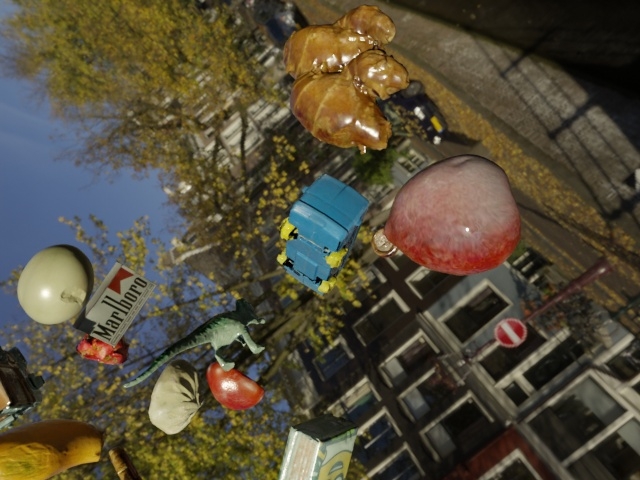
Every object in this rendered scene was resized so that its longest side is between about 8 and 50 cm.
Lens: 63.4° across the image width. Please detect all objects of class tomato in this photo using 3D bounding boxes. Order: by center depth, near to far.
[{"bbox_3d":[-0.250,0.409,1.419,0.174,0.082,0.166,39,148,-18],"label":"tomato"}]

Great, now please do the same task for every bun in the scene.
[{"bbox_3d":[-0.439,0.495,1.635,0.133,0.230,0.231,6,-178,6],"label":"bun"}]

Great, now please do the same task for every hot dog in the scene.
[{"bbox_3d":[-0.601,0.728,1.625,0.216,0.047,0.066,38,-177,36],"label":"hot dog"}]

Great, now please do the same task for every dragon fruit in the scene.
[{"bbox_3d":[-0.612,0.285,1.502,0.153,0.110,0.153,22,-179,0],"label":"dragon fruit"}]

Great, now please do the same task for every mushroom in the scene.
[{"bbox_3d":[0.247,0.005,1.949,0.052,0.123,0.123,19,-153,-51],"label":"mushroom"}]

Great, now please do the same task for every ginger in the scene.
[{"bbox_3d":[0.058,-0.349,1.137,0.152,0.274,0.357,28,-131,-59],"label":"ginger"}]

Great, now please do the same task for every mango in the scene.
[{"bbox_3d":[-0.794,0.601,1.485,0.187,0.143,0.359,27,-165,37],"label":"mango"}]

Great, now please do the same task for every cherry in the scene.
[{"bbox_3d":[0.247,-0.049,0.979,0.239,0.239,0.206,49,162,8],"label":"cherry"}]

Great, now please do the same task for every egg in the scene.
[{"bbox_3d":[-0.856,0.142,1.683,0.219,0.269,0.219,13,-177,-1],"label":"egg"}]

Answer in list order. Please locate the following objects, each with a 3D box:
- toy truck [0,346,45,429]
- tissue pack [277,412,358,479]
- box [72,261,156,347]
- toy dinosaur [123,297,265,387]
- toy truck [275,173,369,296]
[{"bbox_3d":[-0.673,0.310,1.061,0.162,0.136,0.305,54,158,4],"label":"toy truck"},{"bbox_3d":[-0.020,0.672,1.478,0.128,0.310,0.228,14,-179,33],"label":"tissue pack"},{"bbox_3d":[-0.484,0.153,1.228,0.036,0.177,0.115,17,161,43],"label":"box"},{"bbox_3d":[-0.190,0.205,0.995,0.129,0.076,0.383,30,-161,12],"label":"toy dinosaur"},{"bbox_3d":[0.000,0.000,1.242,0.161,0.162,0.385,32,157,9],"label":"toy truck"}]
